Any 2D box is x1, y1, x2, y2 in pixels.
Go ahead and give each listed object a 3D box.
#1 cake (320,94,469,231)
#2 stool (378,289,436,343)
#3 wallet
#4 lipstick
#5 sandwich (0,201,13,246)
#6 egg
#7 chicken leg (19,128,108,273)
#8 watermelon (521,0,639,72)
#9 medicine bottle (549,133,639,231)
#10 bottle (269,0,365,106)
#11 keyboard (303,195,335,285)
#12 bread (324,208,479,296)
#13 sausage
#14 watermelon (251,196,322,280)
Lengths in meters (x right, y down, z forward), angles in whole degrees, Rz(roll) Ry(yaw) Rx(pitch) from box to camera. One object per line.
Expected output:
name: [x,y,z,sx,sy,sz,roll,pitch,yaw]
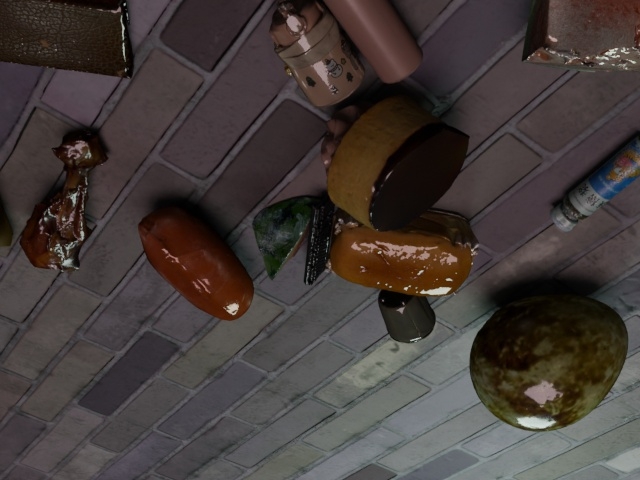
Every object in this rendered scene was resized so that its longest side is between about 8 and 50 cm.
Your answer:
cake: [0.088,-0.133,1.098,0.207,0.178,0.185,-38,151,-3]
stool: [0.159,0.129,1.392,0.096,0.096,0.110,-14,129,19]
wallet: [-0.388,-0.300,1.052,0.243,0.039,0.133,6,142,-1]
lipstick: [0.041,-0.318,0.963,0.070,0.070,0.254,-24,129,27]
sandwich: [-0.603,-0.048,1.293,0.090,0.088,0.245,2,135,-1]
egg: [0.410,0.211,1.349,0.289,0.238,0.238,-37,123,14]
chicken leg: [-0.427,-0.067,1.268,0.113,0.093,0.304,10,130,-29]
watermelon: [0.411,-0.264,0.900,0.305,0.180,0.224,6,146,3]
medicine bottle: [0.443,-0.087,1.170,0.051,0.051,0.191,25,133,-18]
bottle: [-0.013,-0.265,1.009,0.098,0.099,0.152,-22,126,26]
keyboard: [0.000,0.000,1.302,0.018,0.060,0.196,33,141,22]
bread: [0.135,0.017,1.271,0.241,0.107,0.136,10,133,-4]
sausage: [-0.212,0.042,1.315,0.133,0.133,0.258,-21,127,25]
watermelon: [-0.058,-0.023,1.295,0.101,0.080,0.155,49,133,8]
